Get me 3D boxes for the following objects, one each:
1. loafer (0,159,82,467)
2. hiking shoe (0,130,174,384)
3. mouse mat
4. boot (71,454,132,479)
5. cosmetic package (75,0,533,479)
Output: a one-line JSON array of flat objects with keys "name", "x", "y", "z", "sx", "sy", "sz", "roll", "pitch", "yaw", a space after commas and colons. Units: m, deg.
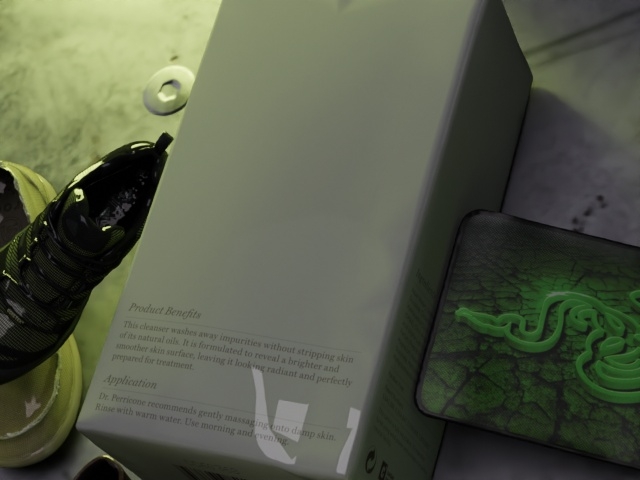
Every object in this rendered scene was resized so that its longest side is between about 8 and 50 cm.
[{"name": "loafer", "x": -0.254, "y": 0.049, "z": 1.329, "sx": 0.102, "sy": 0.092, "sz": 0.268, "roll": -19, "pitch": 59, "yaw": 12}, {"name": "hiking shoe", "x": -0.191, "y": 0.007, "z": 1.239, "sx": 0.086, "sy": 0.114, "sz": 0.227, "roll": 37, "pitch": 76, "yaw": 3}, {"name": "mouse mat", "x": 0.169, "y": 0.066, "z": 1.132, "sx": 0.189, "sy": 0.007, "sz": 0.153, "roll": 14, "pitch": 72, "yaw": 8}, {"name": "boot", "x": -0.169, "y": 0.270, "z": 1.112, "sx": 0.090, "sy": 0.207, "sz": 0.248, "roll": 28, "pitch": 77, "yaw": 31}, {"name": "cosmetic package", "x": 0.000, "y": 0.000, "z": 1.220, "sx": 0.217, "sy": 0.156, "sz": 0.385, "roll": 9, "pitch": 67, "yaw": 25}]
